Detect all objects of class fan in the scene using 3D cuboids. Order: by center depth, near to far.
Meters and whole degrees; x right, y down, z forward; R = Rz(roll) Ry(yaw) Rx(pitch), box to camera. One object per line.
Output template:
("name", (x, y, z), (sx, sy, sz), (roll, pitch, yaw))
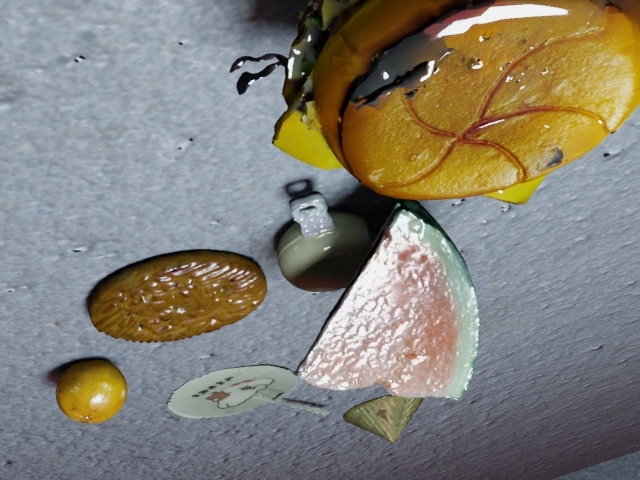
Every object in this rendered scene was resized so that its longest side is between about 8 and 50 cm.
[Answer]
("fan", (-0.084, 0.234, 1.294), (0.190, 0.009, 0.329), (-31, 147, 28))

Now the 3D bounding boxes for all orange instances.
("orange", (-0.267, 0.178, 1.019), (0.083, 0.070, 0.083), (-8, 151, -4))

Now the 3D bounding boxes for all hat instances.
("hat", (0.118, 0.322, 1.513), (0.146, 0.067, 0.146), (-12, 154, -6))

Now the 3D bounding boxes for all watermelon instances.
("watermelon", (0.079, 0.060, 0.803), (0.136, 0.202, 0.207), (19, 152, 20))

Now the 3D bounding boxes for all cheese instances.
("cheese", (0.007, -0.001, 0.833), (0.092, 0.048, 0.171), (-10, 153, -14))

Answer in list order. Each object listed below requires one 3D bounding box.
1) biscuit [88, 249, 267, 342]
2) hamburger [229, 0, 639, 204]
("biscuit", (-0.145, 0.065, 0.907), (0.187, 0.027, 0.188), (-12, 153, -6))
("hamburger", (0.086, -0.124, 0.522), (0.261, 0.139, 0.243), (6, 147, -27))
